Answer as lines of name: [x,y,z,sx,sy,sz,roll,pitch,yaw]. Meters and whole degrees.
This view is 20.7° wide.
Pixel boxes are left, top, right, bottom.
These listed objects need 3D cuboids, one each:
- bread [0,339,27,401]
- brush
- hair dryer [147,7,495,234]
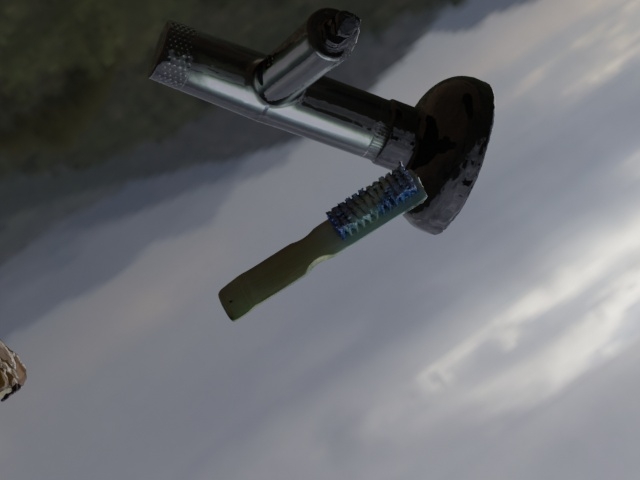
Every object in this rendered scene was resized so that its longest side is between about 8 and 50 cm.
bread: [-0.291,0.098,1.111,0.143,0.139,0.229,-47,180,6]
brush: [0.000,0.000,1.319,0.178,0.033,0.030,-33,154,-2]
hair dryer: [0.026,-0.112,1.573,0.156,0.320,0.284,-70,-158,3]
